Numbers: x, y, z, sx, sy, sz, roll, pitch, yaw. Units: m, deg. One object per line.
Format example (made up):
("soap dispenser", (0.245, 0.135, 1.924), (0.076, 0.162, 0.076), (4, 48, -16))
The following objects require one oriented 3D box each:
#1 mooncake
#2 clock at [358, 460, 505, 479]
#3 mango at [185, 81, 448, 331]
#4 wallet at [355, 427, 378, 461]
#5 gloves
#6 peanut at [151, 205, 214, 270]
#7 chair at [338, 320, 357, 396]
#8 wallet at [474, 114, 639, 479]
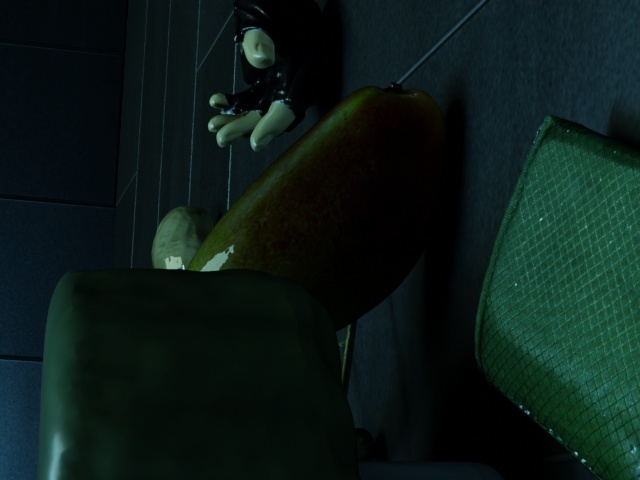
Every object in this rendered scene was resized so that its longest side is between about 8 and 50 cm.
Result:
("mooncake", (-0.088, 0.191, 1.059), (0.356, 0.194, 0.356), (-177, 90, -81))
("clock", (0.053, 0.310, 1.057), (0.338, 0.102, 0.338), (-176, 90, -77))
("mango", (0.000, 0.000, 1.219), (0.267, 0.133, 0.111), (-46, 32, 2))
("wallet", (0.008, 0.279, 1.381), (0.229, 0.049, 0.182), (116, 158, -54))
("gloves", (-0.050, -0.161, 1.616), (0.164, 0.124, 0.203), (86, 180, -55))
("peanut", (-0.170, 0.052, 2.134), (0.104, 0.086, 0.227), (124, 149, -43))
("chair", (-0.050, 0.161, 1.304), (0.325, 0.160, 0.170), (-84, 13, -44))
("wallet", (0.152, 0.033, 0.845), (0.236, 0.055, 0.160), (-140, 59, -67))
